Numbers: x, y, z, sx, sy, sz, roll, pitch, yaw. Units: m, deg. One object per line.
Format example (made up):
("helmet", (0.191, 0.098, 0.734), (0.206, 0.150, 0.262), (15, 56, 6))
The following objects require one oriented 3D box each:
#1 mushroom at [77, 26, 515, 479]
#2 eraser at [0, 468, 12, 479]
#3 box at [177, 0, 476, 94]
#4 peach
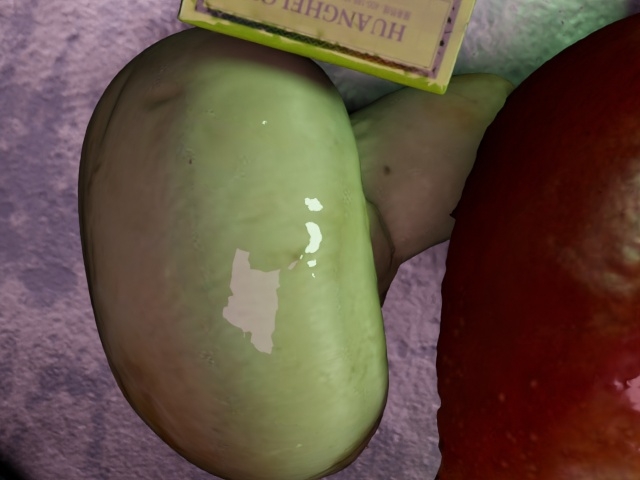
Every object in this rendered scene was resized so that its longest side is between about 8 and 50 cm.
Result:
("mushroom", (0.000, 0.000, 0.669), (0.290, 0.292, 0.292), (-14, 114, -15))
("eraser", (-0.374, 0.166, 0.813), (0.101, 0.155, 0.332), (-39, 106, 19))
("box", (0.010, -0.158, 0.615), (0.141, 0.220, 0.064), (15, 113, -2))
("peach", (0.189, 0.039, 0.623), (0.281, 0.281, 0.338), (35, 108, -12))
